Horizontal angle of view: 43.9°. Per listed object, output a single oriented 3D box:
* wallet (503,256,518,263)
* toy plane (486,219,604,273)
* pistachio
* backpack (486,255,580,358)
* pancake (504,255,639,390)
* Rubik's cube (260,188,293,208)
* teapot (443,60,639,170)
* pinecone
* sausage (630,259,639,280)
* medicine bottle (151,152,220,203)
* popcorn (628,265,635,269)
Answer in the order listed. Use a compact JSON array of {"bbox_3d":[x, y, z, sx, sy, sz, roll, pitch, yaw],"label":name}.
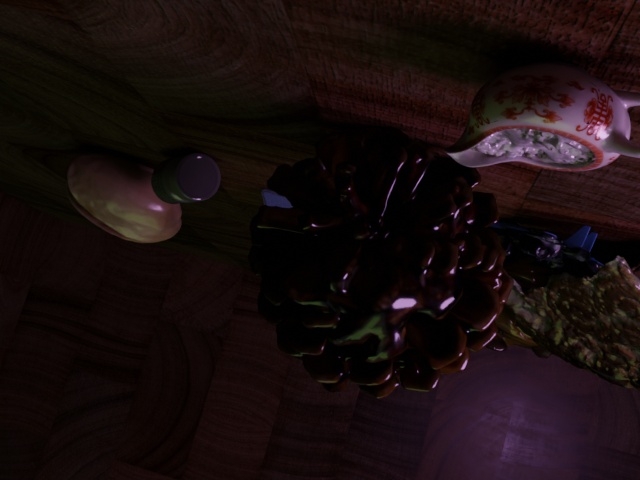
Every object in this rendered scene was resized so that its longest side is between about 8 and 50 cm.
[{"bbox_3d":[0.351,0.031,1.838,0.197,0.020,0.103,16,171,-1],"label":"wallet"},{"bbox_3d":[0.385,0.005,1.438,0.246,0.078,0.169,9,169,38],"label":"toy plane"},{"bbox_3d":[-0.478,-0.102,1.950,0.299,0.187,0.187,23,169,-15],"label":"pistachio"},{"bbox_3d":[0.487,0.162,1.803,0.378,0.201,0.353,11,168,-16],"label":"backpack"},{"bbox_3d":[0.508,0.153,1.416,0.304,0.067,0.427,51,157,-9],"label":"pancake"},{"bbox_3d":[0.002,0.000,1.881,0.233,0.228,0.228,-17,-130,-25],"label":"Rubik's cube"},{"bbox_3d":[0.247,-0.123,0.821,0.246,0.116,0.159,9,156,49],"label":"teapot"},{"bbox_3d":[0.074,0.014,1.173,0.398,0.397,0.398,16,171,3],"label":"pinecone"},{"bbox_3d":[0.656,0.094,1.368,0.253,0.123,0.123,22,169,-30],"label":"sausage"},{"bbox_3d":[-0.292,-0.132,1.709,0.105,0.105,0.168,21,170,-28],"label":"medicine bottle"},{"bbox_3d":[0.606,0.157,1.568,0.235,0.180,0.216,0,151,0],"label":"popcorn"}]
